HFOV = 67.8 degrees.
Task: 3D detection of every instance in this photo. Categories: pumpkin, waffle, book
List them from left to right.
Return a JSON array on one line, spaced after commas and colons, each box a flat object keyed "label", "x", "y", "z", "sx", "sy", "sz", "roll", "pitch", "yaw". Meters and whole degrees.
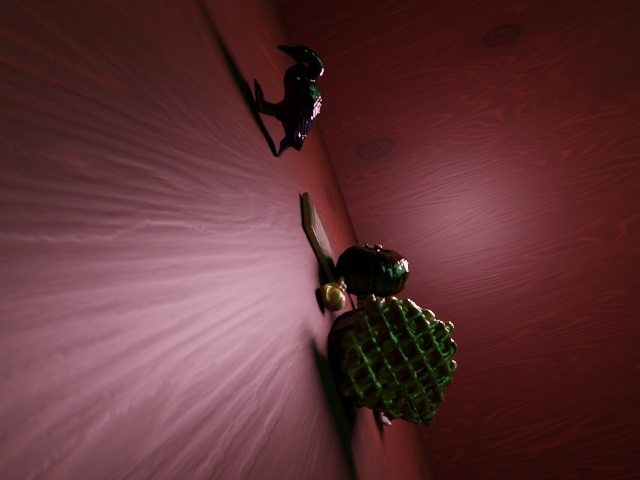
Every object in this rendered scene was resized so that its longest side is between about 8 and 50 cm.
[{"label": "book", "x": 0.000, "y": 0.000, "z": 1.544, "sx": 0.202, "sy": 0.027, "sz": 0.264, "roll": -95, "pitch": 165, "yaw": -53}, {"label": "pumpkin", "x": 0.167, "y": 0.091, "z": 1.527, "sx": 0.238, "sy": 0.237, "sz": 0.159, "roll": -61, "pitch": 150, "yaw": -79}, {"label": "waffle", "x": 0.198, "y": 0.290, "z": 1.175, "sx": 0.073, "sy": 0.316, "sz": 0.298, "roll": -25, "pitch": -136, "yaw": 68}]

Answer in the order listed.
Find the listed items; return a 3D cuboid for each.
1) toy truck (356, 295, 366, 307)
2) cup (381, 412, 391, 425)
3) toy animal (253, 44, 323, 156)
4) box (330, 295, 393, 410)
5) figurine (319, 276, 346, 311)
[{"label": "toy truck", "x": 0.202, "y": 0.296, "z": 1.937, "sx": 0.083, "sy": 0.092, "sz": 0.192, "roll": -76, "pitch": 155, "yaw": -76}, {"label": "cup", "x": 0.231, "y": 0.538, "z": 1.637, "sx": 0.134, "sy": 0.173, "sz": 0.142, "roll": 36, "pitch": 22, "yaw": -16}, {"label": "toy animal", "x": -0.083, "y": -0.367, "z": 1.279, "sx": 0.122, "sy": 0.185, "sz": 0.299, "roll": -103, "pitch": -170, "yaw": -59}, {"label": "box", "x": 0.161, "y": 0.309, "z": 1.380, "sx": 0.297, "sy": 0.190, "sz": 0.226, "roll": -9, "pitch": 79, "yaw": -82}, {"label": "figurine", "x": 0.036, "y": 0.142, "z": 1.346, "sx": 0.187, "sy": 0.083, "sz": 0.083, "roll": -63, "pitch": 134, "yaw": -70}]
